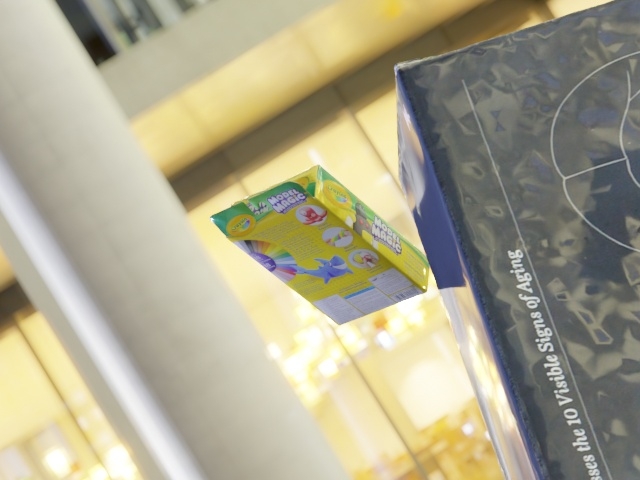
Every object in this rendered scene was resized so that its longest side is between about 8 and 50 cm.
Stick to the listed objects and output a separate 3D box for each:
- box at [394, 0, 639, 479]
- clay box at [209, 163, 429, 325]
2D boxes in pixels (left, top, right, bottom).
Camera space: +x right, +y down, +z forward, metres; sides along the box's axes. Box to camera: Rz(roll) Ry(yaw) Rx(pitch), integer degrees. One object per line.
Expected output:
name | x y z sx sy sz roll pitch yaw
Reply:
box | 0.360 0.030 1.613 0.472 0.480 0.297 -17 -18 -4
clay box | 0.000 0.000 1.913 0.127 0.222 0.053 -23 42 34
